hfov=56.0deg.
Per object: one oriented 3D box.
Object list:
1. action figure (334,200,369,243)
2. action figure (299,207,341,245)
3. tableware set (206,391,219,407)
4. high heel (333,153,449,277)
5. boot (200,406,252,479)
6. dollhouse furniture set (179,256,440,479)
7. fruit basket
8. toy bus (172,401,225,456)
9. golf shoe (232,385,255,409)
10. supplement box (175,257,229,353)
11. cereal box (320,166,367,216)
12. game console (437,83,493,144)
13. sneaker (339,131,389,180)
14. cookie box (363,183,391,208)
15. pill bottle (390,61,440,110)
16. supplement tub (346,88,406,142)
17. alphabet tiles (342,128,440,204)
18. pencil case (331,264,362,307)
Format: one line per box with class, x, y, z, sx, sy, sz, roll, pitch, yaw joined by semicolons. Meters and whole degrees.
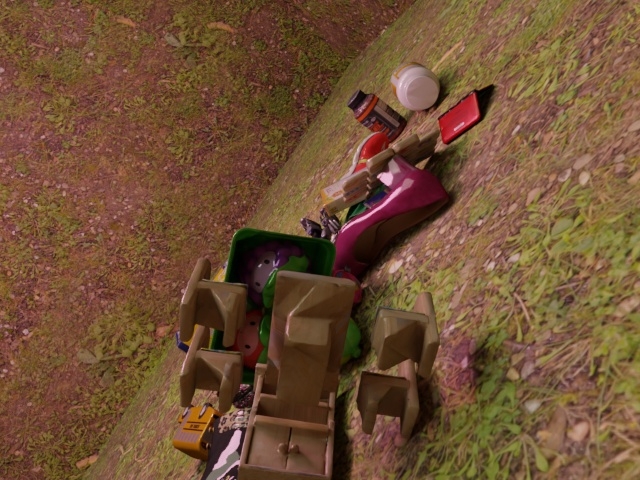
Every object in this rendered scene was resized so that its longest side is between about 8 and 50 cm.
action figure;0.119;-0.086;1.760;0.137;0.063;0.232;-45;10;38
action figure;0.000;0.000;1.884;0.185;0.099;0.285;-41;22;17
tableware set;-0.297;0.407;1.816;0.194;0.039;0.128;-53;36;43
high heel;0.152;-0.007;1.429;0.181;0.127;0.377;48;125;40
boot;-0.241;0.546;1.316;0.377;0.138;0.284;-41;20;32
dollhouse furniture set;-0.031;0.206;1.022;0.256;0.363;0.394;-84;2;-60
fruit basket;-0.085;0.167;1.339;0.392;0.283;0.391;-171;90;-69
toy bus;-0.318;0.533;1.666;0.333;0.108;0.130;-29;30;58
golf shoe;-0.179;0.397;1.637;0.186;0.067;0.086;-44;-7;33
supplement box;-0.344;0.266;2.182;0.356;0.195;0.194;-56;14;-6
cereal box;0.119;-0.163;1.777;0.240;0.047;0.173;-25;19;7
game console;0.382;-0.325;1.555;0.144;0.085;0.124;-36;54;53
sneaker;0.161;-0.225;1.930;0.118;0.107;0.279;8;65;54
cookie box;0.177;-0.101;1.544;0.107;0.092;0.040;-33;28;56
pill bottle;0.306;-0.493;1.935;0.136;0.136;0.245;-50;15;17
supplement tub;0.186;-0.427;2.046;0.106;0.198;0.106;-51;14;18
alphabet tiles;0.181;-0.181;1.540;0.278;0.021;0.284;-29;-13;-3
pencil case;0.004;0.159;1.490;0.236;0.104;0.104;-45;17;38
